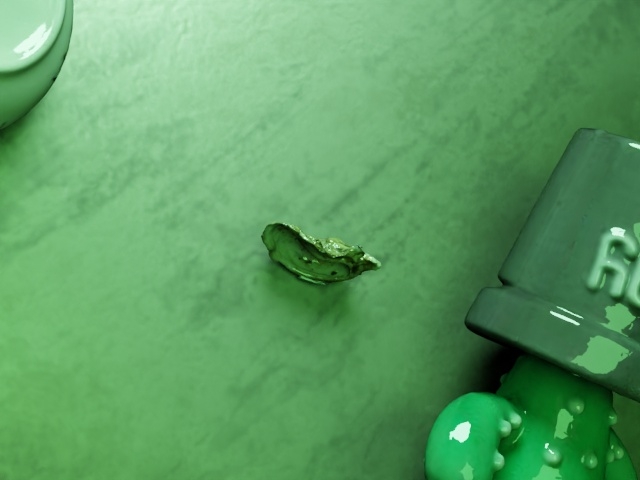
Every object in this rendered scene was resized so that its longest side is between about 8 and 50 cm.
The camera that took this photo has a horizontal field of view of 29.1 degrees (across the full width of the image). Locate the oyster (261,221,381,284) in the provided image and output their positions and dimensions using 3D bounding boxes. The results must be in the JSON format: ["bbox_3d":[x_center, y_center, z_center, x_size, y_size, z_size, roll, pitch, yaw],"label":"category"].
[{"bbox_3d":[0.000,0.000,1.004,0.083,0.080,0.038,53,38,-39],"label":"oyster"}]

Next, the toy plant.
[{"bbox_3d":[0.191,0.117,0.987,0.185,0.279,0.400,23,92,22],"label":"toy plant"}]

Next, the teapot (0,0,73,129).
[{"bbox_3d":[-0.287,-0.161,0.889,0.208,0.165,0.300,31,74,-56],"label":"teapot"}]
